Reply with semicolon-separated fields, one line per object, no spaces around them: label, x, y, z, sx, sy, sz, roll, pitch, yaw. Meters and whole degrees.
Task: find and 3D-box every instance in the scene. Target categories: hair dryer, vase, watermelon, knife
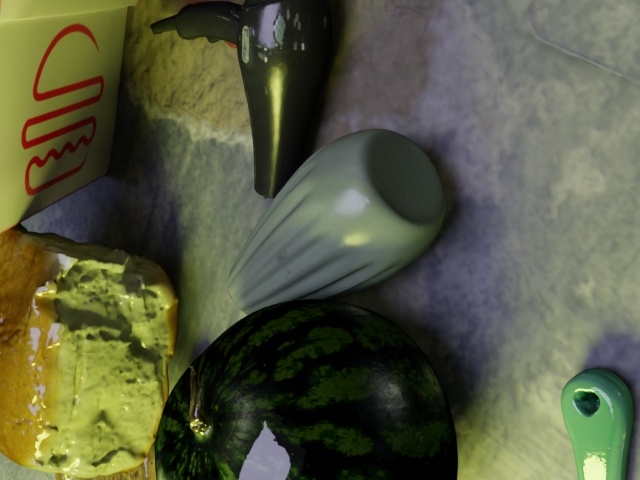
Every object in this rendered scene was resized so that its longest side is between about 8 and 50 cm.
hair dryer;-0.092;-0.184;0.855;0.271;0.091;0.236;31;125;44
vase;0.000;0.000;0.763;0.248;0.128;0.128;-37;74;45
watermelon;-0.012;0.185;0.718;0.269;0.269;0.269;6;100;37
knife;0.223;0.231;0.676;0.063;0.034;0.260;5;102;42

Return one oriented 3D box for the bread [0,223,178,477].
bread;-0.298;0.120;0.933;0.250;0.225;0.279;14;97;35

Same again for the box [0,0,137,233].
box;-0.402;-0.205;0.867;0.314;0.312;0.300;15;111;6

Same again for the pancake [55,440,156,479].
pancake;-0.285;0.300;1.081;0.212;0.029;0.235;36;115;30
